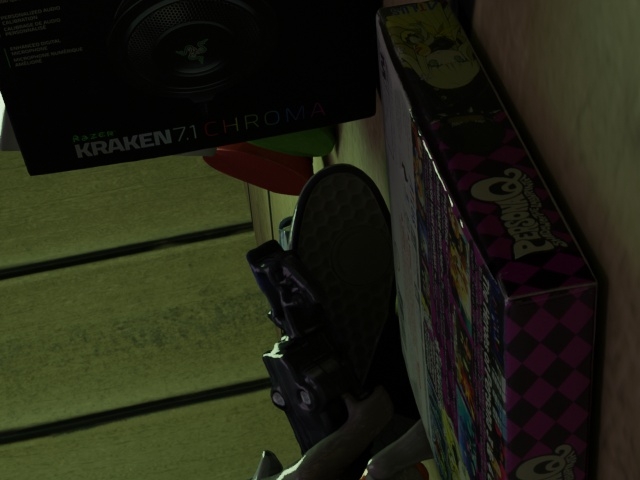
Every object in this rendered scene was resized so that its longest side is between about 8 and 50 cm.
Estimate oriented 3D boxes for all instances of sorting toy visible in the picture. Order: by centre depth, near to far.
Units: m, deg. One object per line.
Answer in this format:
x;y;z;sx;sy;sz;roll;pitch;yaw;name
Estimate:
-0.034;-0.150;1.290;0.365;0.127;0.126;111;177;-76;sorting toy

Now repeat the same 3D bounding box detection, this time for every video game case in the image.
0.073;0.039;0.638;0.210;0.042;0.232;-107;7;-50;video game case

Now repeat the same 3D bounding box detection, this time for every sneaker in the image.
0.014;0.037;1.059;0.163;0.086;0.226;-119;19;-71;sneaker

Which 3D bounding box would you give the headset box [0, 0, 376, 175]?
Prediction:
-0.094;-0.194;0.851;0.283;0.246;0.131;88;171;-55;headset box

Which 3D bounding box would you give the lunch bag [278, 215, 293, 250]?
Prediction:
0.000;0.000;1.210;0.083;0.071;0.053;-145;43;-84;lunch bag

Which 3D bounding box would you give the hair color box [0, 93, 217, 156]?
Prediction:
-0.138;-0.221;1.037;0.374;0.185;0.113;116;149;-51;hair color box

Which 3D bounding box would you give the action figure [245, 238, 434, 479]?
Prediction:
-0.002;0.176;0.893;0.341;0.178;0.330;64;157;-2;action figure
